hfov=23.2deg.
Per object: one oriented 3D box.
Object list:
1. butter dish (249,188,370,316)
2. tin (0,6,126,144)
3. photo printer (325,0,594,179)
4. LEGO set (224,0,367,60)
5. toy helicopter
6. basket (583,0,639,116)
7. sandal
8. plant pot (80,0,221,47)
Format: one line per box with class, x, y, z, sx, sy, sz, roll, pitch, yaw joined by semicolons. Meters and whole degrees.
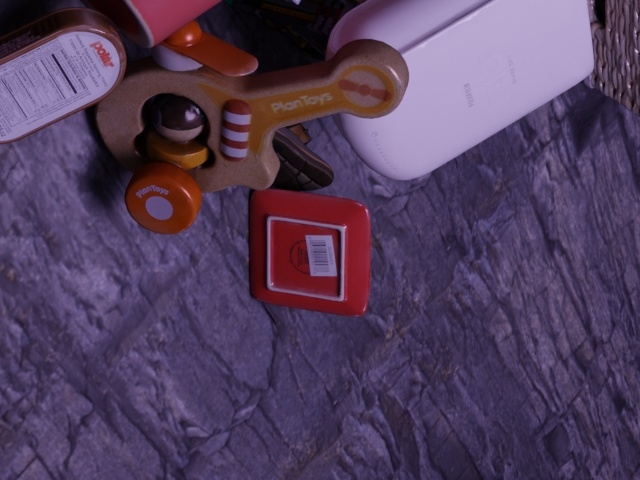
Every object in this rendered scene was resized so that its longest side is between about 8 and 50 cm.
butter dish;0.000;0.000;1.968;0.118;0.159;0.160;-47;142;-60
tin;-0.284;-0.161;1.553;0.189;0.040;0.106;-26;140;0
photo printer;0.152;-0.207;1.749;0.307;0.107;0.256;-31;149;-4
LEGO set;0.027;-0.321;1.791;0.255;0.192;0.331;-59;141;-12
toy helicopter;-0.080;-0.158;1.644;0.140;0.355;0.235;-70;142;-50
basket;0.576;-0.363;2.269;0.331;0.266;0.328;-18;125;-15
sandal;-0.054;-0.123;1.893;0.219;0.090;0.060;37;56;-43
plant pot;-0.152;-0.341;1.541;0.243;0.275;0.275;-47;137;-10
